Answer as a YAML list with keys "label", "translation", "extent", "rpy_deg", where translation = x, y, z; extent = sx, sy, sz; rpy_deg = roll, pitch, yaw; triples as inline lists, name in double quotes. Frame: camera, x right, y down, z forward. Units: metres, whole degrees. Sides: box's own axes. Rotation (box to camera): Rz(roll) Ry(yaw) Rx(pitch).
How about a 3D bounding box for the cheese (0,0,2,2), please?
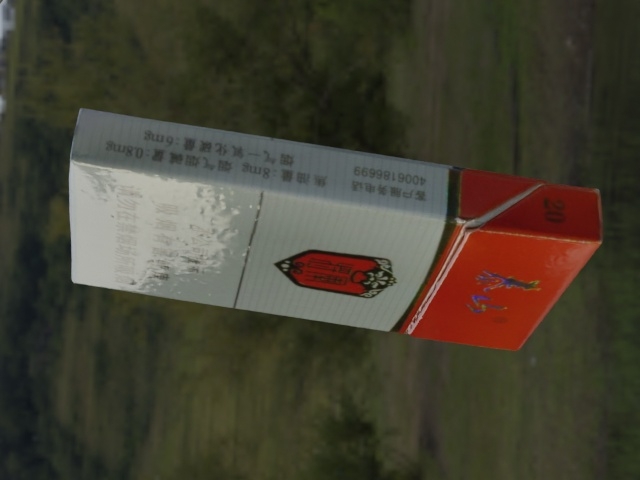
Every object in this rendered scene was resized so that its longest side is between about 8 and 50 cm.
- label: "cheese"
  translation: [-0.239, -0.133, 0.414]
  extent: [0.292, 0.153, 0.332]
  rpy_deg: [-18, -80, -53]

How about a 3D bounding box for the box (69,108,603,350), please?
- label: "box"
  translation: [0.000, 0.000, 0.666]
  extent: [0.139, 0.245, 0.035]
  rpy_deg: [111, 167, -62]
